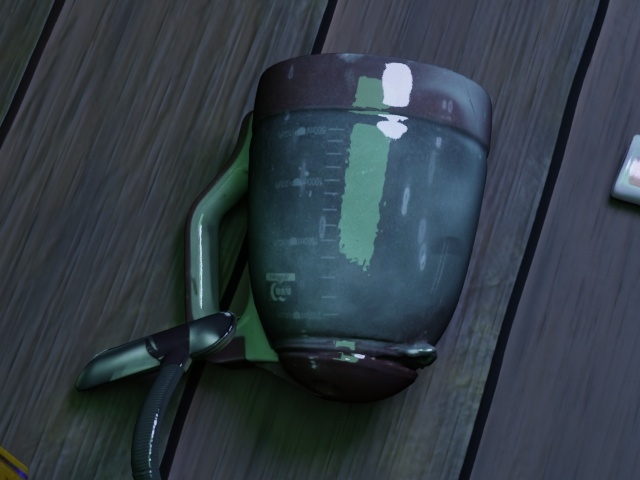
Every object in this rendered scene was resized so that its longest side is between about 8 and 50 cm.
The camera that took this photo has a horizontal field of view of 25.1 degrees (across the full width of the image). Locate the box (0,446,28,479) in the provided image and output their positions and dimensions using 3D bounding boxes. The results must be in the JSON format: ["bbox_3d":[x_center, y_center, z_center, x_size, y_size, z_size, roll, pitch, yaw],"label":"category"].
[{"bbox_3d":[-0.436,0.235,1.319,0.302,0.193,0.084,-1,73,0],"label":"box"}]

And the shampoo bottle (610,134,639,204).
[{"bbox_3d":[0.361,-0.061,1.497,0.099,0.043,0.072,23,73,7],"label":"shampoo bottle"}]

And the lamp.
[{"bbox_3d":[-0.163,0.221,1.358,0.124,0.203,0.283,-2,80,-47],"label":"lamp"}]

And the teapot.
[{"bbox_3d":[0.000,0.000,1.404,0.315,0.233,0.312,0,75,30],"label":"teapot"}]
